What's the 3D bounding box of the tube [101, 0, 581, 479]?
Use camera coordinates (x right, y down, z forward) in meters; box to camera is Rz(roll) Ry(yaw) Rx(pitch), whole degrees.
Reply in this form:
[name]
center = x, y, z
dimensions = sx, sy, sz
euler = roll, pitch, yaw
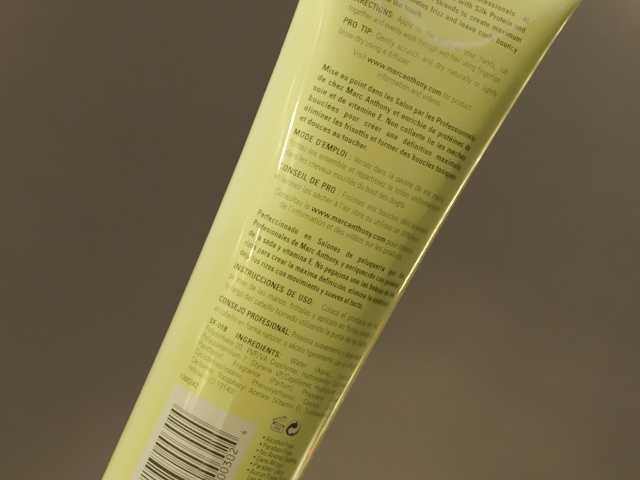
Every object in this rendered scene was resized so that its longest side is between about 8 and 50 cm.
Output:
[tube]
center = 0.000, 0.000, 0.524
dimensions = 0.070, 0.062, 0.240
euler = 11, -73, -57
